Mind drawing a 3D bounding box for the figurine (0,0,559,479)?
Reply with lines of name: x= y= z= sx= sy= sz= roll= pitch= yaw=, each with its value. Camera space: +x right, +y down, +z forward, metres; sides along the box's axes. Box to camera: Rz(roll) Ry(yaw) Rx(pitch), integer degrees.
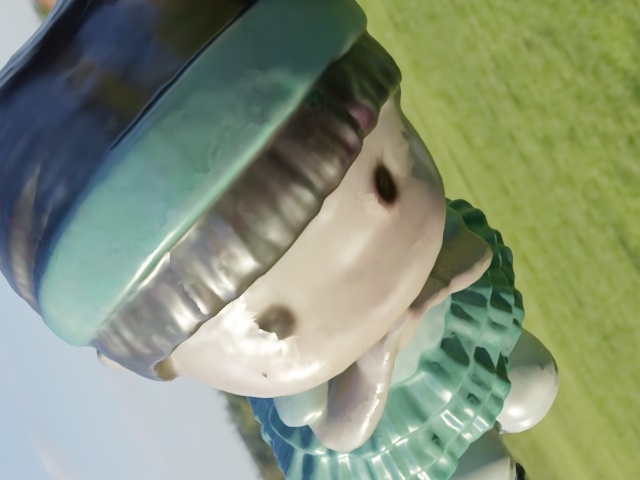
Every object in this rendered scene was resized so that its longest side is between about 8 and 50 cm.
figurine: x=0.000 y=0.000 z=0.477 sx=0.110 sy=0.138 sz=0.245 roll=15 pitch=160 yaw=34
